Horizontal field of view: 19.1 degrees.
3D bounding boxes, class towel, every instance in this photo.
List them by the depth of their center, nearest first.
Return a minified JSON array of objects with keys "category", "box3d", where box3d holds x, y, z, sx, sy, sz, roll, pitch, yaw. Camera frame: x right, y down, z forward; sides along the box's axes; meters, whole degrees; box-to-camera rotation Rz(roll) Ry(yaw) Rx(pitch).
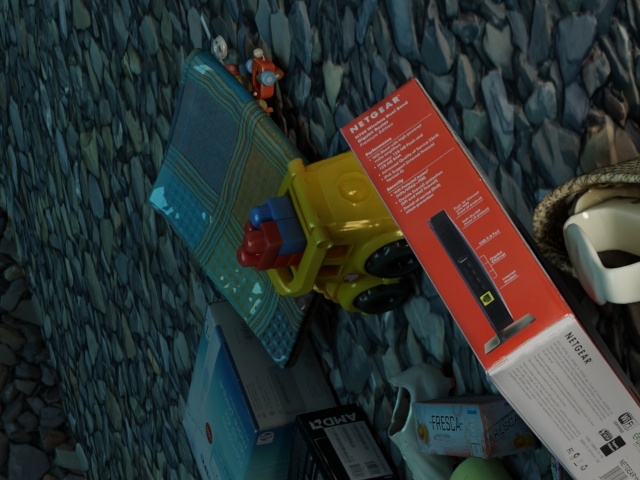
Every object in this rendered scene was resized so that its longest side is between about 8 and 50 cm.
[{"category":"towel","box3d":[-0.102,-0.046,2.482,0.370,0.040,0.271,50,135,36]}]

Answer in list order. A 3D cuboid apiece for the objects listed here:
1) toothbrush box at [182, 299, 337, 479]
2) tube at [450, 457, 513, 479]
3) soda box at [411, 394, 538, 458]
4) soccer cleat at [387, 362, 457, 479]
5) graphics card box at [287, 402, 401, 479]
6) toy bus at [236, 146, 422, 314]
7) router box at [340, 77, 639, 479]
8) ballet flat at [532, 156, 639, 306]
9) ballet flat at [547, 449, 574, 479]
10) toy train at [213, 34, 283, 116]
[{"category":"toothbrush box","box3d":[-0.087,0.244,2.605,0.295,0.126,0.216,105,149,-51]},{"category":"tube","box3d":[0.211,0.323,1.950,0.240,0.062,0.070,59,179,39]},{"category":"soda box","box3d":[0.161,0.196,2.011,0.183,0.063,0.058,170,92,-69]},{"category":"soccer cleat","box3d":[0.113,0.232,2.138,0.068,0.076,0.196,-150,53,-64]},{"category":"graphics card box","box3d":[0.062,0.408,2.331,0.371,0.094,0.232,-123,30,-45]},{"category":"toy bus","box3d":[0.000,0.000,2.141,0.220,0.211,0.149,112,141,-57]},{"category":"router box","box3d":[0.174,0.062,1.632,0.335,0.082,0.301,48,-170,-49]},{"category":"ballet flat","box3d":[0.300,0.024,1.393,0.483,0.182,0.164,-159,65,-66]},{"category":"ballet flat","box3d":[0.251,0.229,1.796,0.079,0.077,0.221,84,175,-73]},{"category":"toy train","box3d":[-0.089,-0.211,2.516,0.166,0.046,0.125,-141,46,-56]}]
